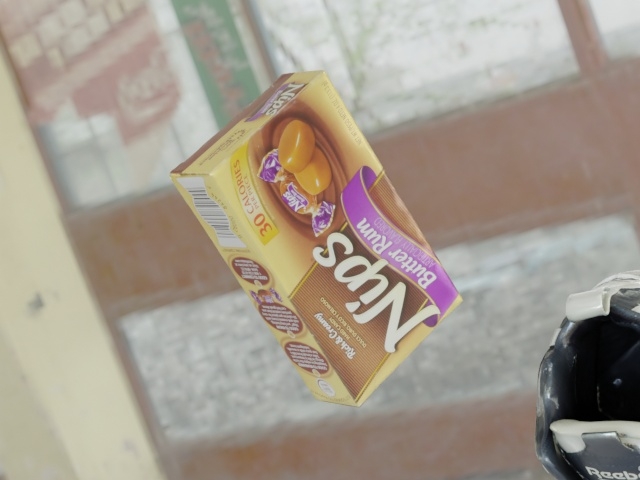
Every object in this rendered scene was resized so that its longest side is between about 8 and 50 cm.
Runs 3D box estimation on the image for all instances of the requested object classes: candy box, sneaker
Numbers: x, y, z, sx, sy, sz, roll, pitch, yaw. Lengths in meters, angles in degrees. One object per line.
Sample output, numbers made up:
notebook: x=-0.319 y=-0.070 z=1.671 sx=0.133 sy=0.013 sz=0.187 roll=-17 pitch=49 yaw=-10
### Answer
candy box: x=0.000 y=0.000 z=1.112 sx=0.109 sy=0.186 sz=0.053 roll=-43 pitch=24 yaw=-26
sneaker: x=0.150 y=0.123 z=0.789 sx=0.094 sy=0.235 sz=0.153 roll=-9 pitch=-11 yaw=24
